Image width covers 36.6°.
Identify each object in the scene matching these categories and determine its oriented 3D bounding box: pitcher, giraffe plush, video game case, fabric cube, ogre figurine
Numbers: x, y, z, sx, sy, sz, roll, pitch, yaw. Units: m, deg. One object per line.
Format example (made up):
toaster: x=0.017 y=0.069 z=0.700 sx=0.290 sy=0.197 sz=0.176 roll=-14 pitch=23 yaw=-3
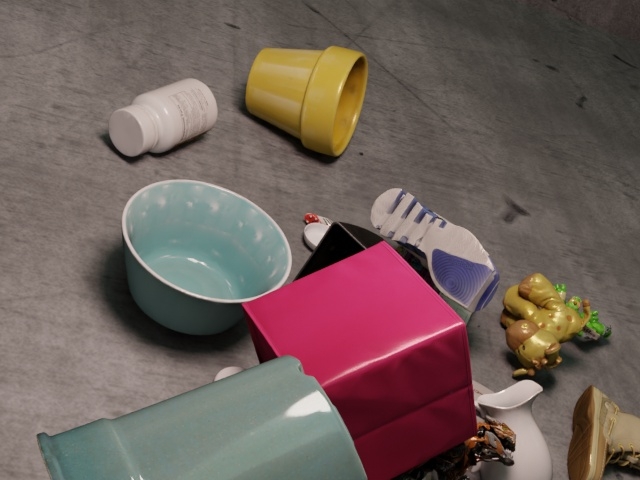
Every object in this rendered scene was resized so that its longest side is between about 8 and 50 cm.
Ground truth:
pitcher: x=0.310 y=0.362 z=1.685 sx=0.178 sy=0.207 sz=0.125 roll=-8 pitch=10 yaw=3
giraffe plush: x=0.448 y=0.197 z=1.996 sx=0.210 sy=0.181 sz=0.170 roll=24 pitch=45 yaw=25
video game case: x=0.237 y=0.096 z=2.079 sx=0.210 sy=0.041 sz=0.232 roll=31 pitch=36 yaw=4
fabric cube: x=0.063 y=0.203 z=1.507 sx=0.258 sy=0.259 sz=0.254 roll=-24 pitch=38 yaw=-15
ogre figurine: x=0.553 y=0.166 z=2.159 sx=0.197 sy=0.097 sz=0.118 roll=51 pitch=22 yaw=6

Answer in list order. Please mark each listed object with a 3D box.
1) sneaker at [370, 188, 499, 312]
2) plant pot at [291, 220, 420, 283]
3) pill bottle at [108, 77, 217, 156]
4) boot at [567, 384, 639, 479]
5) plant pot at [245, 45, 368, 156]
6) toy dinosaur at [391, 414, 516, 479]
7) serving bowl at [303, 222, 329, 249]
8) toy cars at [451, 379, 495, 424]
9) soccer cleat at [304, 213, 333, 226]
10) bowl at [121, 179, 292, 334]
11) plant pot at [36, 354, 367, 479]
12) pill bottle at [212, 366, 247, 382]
sneaker: x=0.260 y=0.018 z=1.987 sx=0.315 sy=0.127 sz=0.182 roll=44 pitch=11 yaw=34
plant pot: x=0.084 y=0.082 z=1.897 sx=0.188 sy=0.187 sz=0.167 roll=43 pitch=25 yaw=20
pill bottle: x=-0.338 y=-0.260 z=2.073 sx=0.131 sy=0.131 sz=0.229 roll=38 pitch=38 yaw=15
boot: x=0.588 y=0.416 z=1.875 sx=0.203 sy=0.095 sz=0.262 roll=29 pitch=32 yaw=0
plant pot: x=-0.039 y=-0.349 z=2.297 sx=0.239 sy=0.254 sz=0.254 roll=16 pitch=35 yaw=12
toy dinosaur: x=0.155 y=0.361 z=1.603 sx=0.164 sy=0.322 sz=0.218 roll=53 pitch=35 yaw=-39
serving bowl: x=0.000 y=0.000 z=2.058 sx=0.083 sy=0.027 sz=0.083 roll=18 pitch=38 yaw=-14
toy cars: x=0.191 y=0.294 z=1.777 sx=0.394 sy=0.087 sz=0.176 roll=14 pitch=23 yaw=-24
soccer cleat: x=0.003 y=-0.039 z=2.110 sx=0.083 sy=0.029 sz=0.035 roll=23 pitch=28 yaw=-11
bowl: x=-0.225 y=0.050 z=1.743 sx=0.312 sy=0.163 sz=0.311 roll=18 pitch=37 yaw=-14
plant pot: x=-0.134 y=0.326 z=1.227 sx=0.334 sy=0.341 sz=0.341 roll=-24 pitch=57 yaw=-18
pill bottle: x=-0.150 y=0.276 z=1.525 sx=0.086 sy=0.152 sz=0.086 roll=17 pitch=38 yaw=-14
